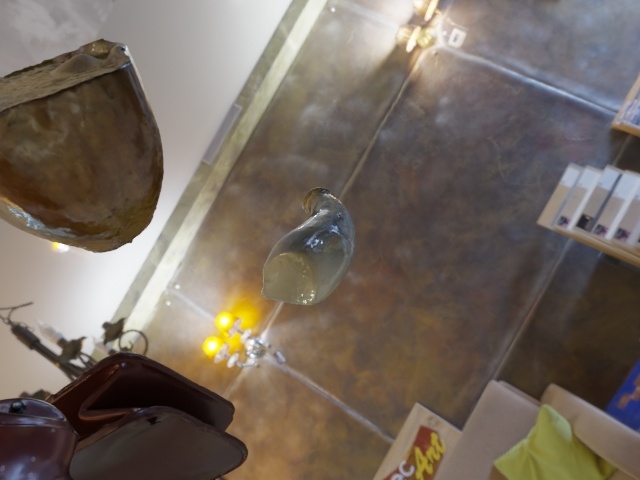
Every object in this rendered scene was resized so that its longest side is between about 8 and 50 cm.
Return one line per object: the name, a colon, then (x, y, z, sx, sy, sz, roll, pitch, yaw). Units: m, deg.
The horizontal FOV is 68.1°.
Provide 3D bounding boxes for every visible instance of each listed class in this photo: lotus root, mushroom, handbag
lotus root: (-0.247, -0.085, 0.474, 0.188, 0.199, 0.180, -26, -51, -13)
mushroom: (0.000, 0.000, 0.752, 0.270, 0.118, 0.103, -64, -13, -56)
handbag: (-0.247, 0.260, 0.538, 0.276, 0.084, 0.260, -32, -37, -2)

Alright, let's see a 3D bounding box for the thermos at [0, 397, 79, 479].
thermos: (-0.163, 0.241, 0.239, 0.109, 0.136, 0.330, 83, 174, -56)
